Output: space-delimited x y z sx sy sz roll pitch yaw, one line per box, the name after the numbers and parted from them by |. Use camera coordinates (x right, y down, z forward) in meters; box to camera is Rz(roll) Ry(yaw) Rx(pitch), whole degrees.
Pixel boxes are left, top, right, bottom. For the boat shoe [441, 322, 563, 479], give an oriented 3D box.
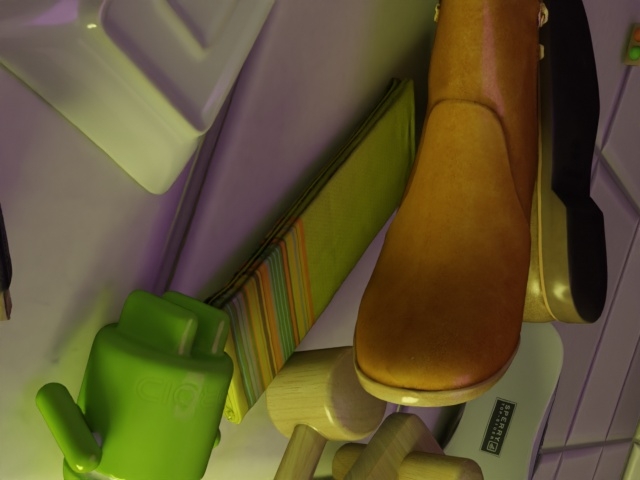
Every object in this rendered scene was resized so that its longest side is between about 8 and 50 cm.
0.165 0.222 0.949 0.301 0.108 0.102 -68 157 -15 | boat shoe

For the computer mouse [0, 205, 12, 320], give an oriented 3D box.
-0.169 0.027 0.283 0.193 0.042 0.106 -44 147 -51 | computer mouse

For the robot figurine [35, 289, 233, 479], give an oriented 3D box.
-0.081 0.083 0.446 0.101 0.067 0.115 6 101 -61 | robot figurine

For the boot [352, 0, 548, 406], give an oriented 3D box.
0.084 -0.052 0.593 0.295 0.104 0.211 -54 146 -61 | boot

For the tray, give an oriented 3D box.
-0.036 -0.162 0.424 0.270 0.030 0.145 -65 153 -13 | tray

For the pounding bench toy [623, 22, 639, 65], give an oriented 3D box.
0.402 -0.234 1.166 0.065 0.083 0.052 9 97 -31 | pounding bench toy

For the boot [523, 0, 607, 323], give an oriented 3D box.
0.164 -0.085 0.780 0.112 0.115 0.305 15 75 -49 | boot

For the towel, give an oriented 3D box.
0.000 0.000 0.601 0.237 0.021 0.102 -52 152 -35 | towel

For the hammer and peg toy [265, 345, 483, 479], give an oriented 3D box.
0.023 0.258 0.647 0.266 0.127 0.361 -50 118 -33 | hammer and peg toy
